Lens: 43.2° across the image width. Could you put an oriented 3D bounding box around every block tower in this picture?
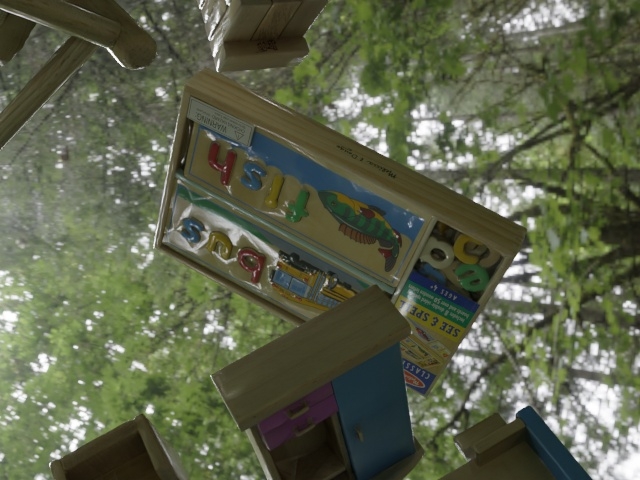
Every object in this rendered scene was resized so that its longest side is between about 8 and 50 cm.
[{"bbox_3d":[-0.088,-0.331,0.762,0.090,0.097,0.336,-11,-102,-28],"label":"block tower"}]

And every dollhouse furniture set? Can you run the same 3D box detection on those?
[{"bbox_3d":[0.028,0.237,0.534,0.286,0.303,0.198,-28,-42,-13],"label":"dollhouse furniture set"}]

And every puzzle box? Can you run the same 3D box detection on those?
[{"bbox_3d":[0.000,0.000,0.961,0.052,0.408,0.272,-55,-11,-46],"label":"puzzle box"}]

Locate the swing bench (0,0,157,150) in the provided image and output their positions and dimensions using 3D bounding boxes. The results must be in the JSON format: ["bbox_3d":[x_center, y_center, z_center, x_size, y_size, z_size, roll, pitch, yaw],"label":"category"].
[{"bbox_3d":[-0.246,-0.153,0.331,0.253,0.165,0.255,9,-131,-57],"label":"swing bench"}]
